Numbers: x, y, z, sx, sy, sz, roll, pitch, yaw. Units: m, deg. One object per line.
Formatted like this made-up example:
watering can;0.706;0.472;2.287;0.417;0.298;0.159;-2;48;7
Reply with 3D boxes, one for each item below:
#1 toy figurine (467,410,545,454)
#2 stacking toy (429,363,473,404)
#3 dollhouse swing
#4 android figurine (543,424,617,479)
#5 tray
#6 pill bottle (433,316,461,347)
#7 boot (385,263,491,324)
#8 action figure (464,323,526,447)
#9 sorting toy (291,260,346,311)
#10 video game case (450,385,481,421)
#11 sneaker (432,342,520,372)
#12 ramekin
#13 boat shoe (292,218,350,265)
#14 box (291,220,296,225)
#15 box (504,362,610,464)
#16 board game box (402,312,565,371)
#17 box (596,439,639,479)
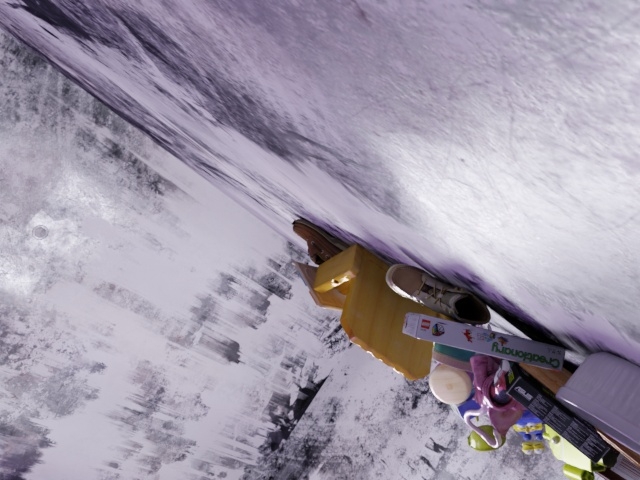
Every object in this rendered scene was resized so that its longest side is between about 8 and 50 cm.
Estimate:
toy figurine;0.631;0.551;2.047;0.362;0.191;0.217;-9;138;22
stacking toy;0.482;0.423;2.198;0.141;0.141;0.330;33;-152;13
dollhouse swing;0.145;0.243;1.851;0.346;0.305;0.315;35;146;-16
android figurine;0.675;0.509;1.700;0.056;0.248;0.273;-1;176;-14
tray;0.626;0.393;1.392;0.203;0.076;0.411;36;-178;-25
pill bottle;0.428;0.319;2.087;0.208;0.118;0.117;32;175;33
boot;0.260;0.119;1.418;0.213;0.077;0.165;28;178;-13
action figure;0.455;0.392;1.699;0.248;0.276;0.370;35;179;17
sorting toy;0.012;0.155;2.017;0.193;0.038;0.208;18;-151;-51
video game case;0.575;0.511;2.176;0.061;0.269;0.244;61;179;7
sneaker;0.492;0.335;1.937;0.302;0.121;0.108;13;-170;-12
ramekin;0.513;0.275;1.067;0.207;0.109;0.207;34;175;3
boat shoe;-0.001;0.025;2.096;0.307;0.104;0.110;30;174;43
box;0.000;0.000;2.363;0.201;0.021;0.164;36;175;-29
box;0.432;0.315;1.195;0.190;0.045;0.184;39;-175;14
board game box;0.341;0.215;1.381;0.305;0.053;0.193;13;175;1
box;0.846;0.597;1.714;0.203;0.168;0.167;37;174;-33
